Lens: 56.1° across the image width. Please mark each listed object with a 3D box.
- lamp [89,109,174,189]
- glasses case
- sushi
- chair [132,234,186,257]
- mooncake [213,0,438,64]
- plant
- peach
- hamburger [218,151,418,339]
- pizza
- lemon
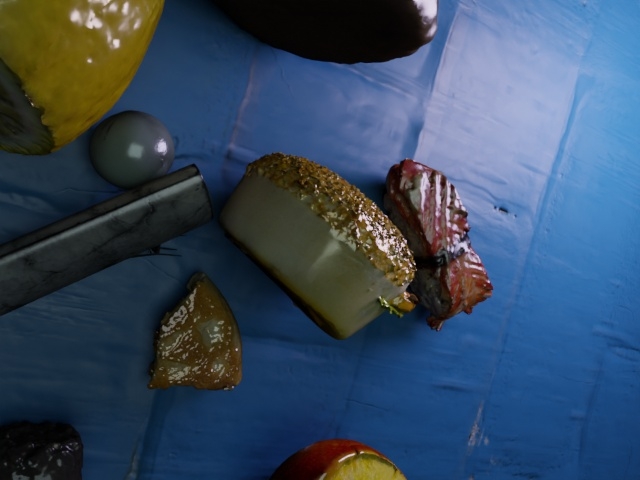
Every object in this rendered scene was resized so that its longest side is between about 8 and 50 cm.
[{"bbox_3d":[-0.243,-0.115,0.775,0.105,0.105,0.105,-5,100,-28],"label":"lamp"},{"bbox_3d":[-0.281,-0.003,0.748,0.299,0.114,0.060,-26,70,-14],"label":"glasses case"},{"bbox_3d":[0.196,0.008,1.029,0.124,0.130,0.332,-27,104,-18],"label":"sushi"},{"bbox_3d":[-0.233,0.002,0.835,0.086,0.037,0.042,-3,111,-33],"label":"chair"},{"bbox_3d":[0.007,-0.363,0.755,0.324,0.324,0.187,19,87,-30],"label":"mooncake"},{"bbox_3d":[-0.369,0.339,0.759,0.143,0.131,0.203,0,99,-32],"label":"plant"},{"bbox_3d":[0.013,0.439,0.924,0.245,0.248,0.274,-29,124,20],"label":"peach"},{"bbox_3d":[0.000,0.000,0.833,0.179,0.276,0.294,-47,130,-7],"label":"hamburger"},{"bbox_3d":[-0.188,0.159,0.877,0.161,0.062,0.182,-40,119,-25],"label":"pizza"},{"bbox_3d":[-0.310,-0.286,0.585,0.364,0.364,0.364,-5,100,-28],"label":"lemon"}]
